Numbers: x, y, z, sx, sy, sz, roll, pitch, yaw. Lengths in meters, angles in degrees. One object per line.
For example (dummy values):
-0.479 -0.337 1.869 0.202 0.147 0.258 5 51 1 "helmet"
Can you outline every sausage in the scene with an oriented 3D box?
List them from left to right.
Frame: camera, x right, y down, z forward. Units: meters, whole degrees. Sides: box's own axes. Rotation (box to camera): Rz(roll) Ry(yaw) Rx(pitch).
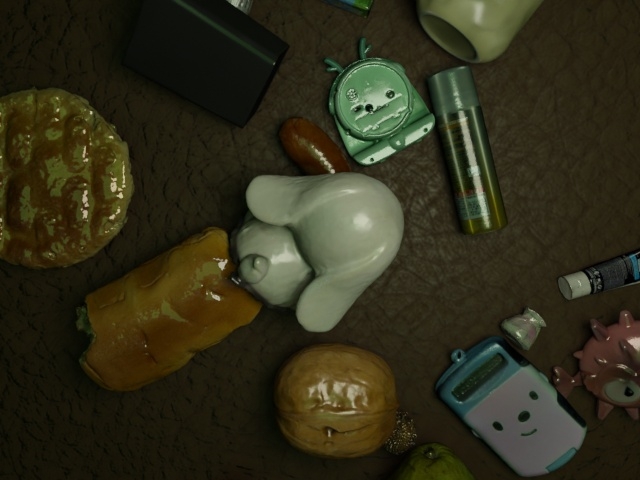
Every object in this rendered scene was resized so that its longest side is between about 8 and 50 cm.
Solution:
0.019 -0.080 1.068 0.102 0.076 0.302 -20 95 2 "sausage"

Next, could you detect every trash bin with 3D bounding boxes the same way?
-0.187 -0.316 1.011 0.225 0.115 0.165 30 124 -6 "trash bin"

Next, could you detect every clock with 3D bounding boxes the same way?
0.088 -0.245 1.058 0.159 0.066 0.211 -31 93 3 "clock"

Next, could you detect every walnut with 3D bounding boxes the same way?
0.027 0.276 1.045 0.221 0.195 0.196 4 95 9 "walnut"

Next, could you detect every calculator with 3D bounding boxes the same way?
0.346 0.302 1.103 0.293 0.051 0.173 45 104 -3 "calculator"

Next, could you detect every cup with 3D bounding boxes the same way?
0.240 -0.434 0.973 0.255 0.173 0.202 37 93 -18 "cup"

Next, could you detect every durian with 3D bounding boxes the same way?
0.142 0.342 1.100 0.080 0.080 0.091 12 122 0 "durian"

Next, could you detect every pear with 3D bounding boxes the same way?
0.196 0.490 1.055 0.212 0.212 0.269 0 102 1 "pear"

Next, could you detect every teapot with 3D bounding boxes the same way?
0.374 0.162 1.100 0.064 0.064 0.083 -42 126 -3 "teapot"

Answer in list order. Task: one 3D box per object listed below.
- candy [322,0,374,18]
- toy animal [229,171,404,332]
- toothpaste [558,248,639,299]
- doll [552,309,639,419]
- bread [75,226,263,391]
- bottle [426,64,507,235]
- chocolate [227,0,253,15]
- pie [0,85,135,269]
0.009 -0.466 1.040 0.194 0.062 0.097 21 94 -1 "candy"
-0.018 -0.005 0.961 0.249 0.174 0.289 41 112 4 "toy animal"
0.533 0.062 1.094 0.193 0.045 0.071 -17 103 -4 "toothpaste"
0.544 0.225 1.076 0.261 0.093 0.211 -17 101 20 "doll"
-0.267 0.122 1.054 0.344 0.149 0.195 -32 93 4 "bread"
0.255 -0.156 1.055 0.082 0.082 0.286 -15 95 2 "bottle"
-0.137 -0.456 1.038 0.072 0.072 0.167 18 96 -1 "chocolate"
-0.494 -0.107 1.074 0.339 0.083 0.340 0 94 -1 "pie"
